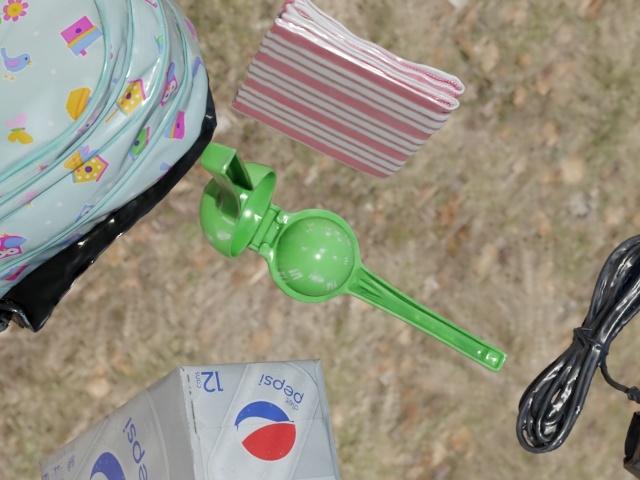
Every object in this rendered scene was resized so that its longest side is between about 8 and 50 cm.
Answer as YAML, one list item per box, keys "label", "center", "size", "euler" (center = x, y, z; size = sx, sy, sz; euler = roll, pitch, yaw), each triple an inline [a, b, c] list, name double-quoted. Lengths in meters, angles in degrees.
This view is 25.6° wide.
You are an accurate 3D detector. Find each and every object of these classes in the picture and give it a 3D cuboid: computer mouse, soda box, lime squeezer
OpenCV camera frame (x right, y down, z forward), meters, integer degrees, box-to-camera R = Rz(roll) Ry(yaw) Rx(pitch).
- label: "computer mouse"
  center: [0.264, 0.093, 0.877]
  size: [0.060, 0.262, 0.184]
  euler: [41, 73, -43]
- label: "soda box"
  center: [-0.097, 0.158, 0.931]
  size: [0.098, 0.091, 0.286]
  euler: [0, 161, -30]
- label: "lime squeezer"
  center: [0.000, 0.000, 0.804]
  size: [0.310, 0.110, 0.059]
  euler: [37, 62, -50]

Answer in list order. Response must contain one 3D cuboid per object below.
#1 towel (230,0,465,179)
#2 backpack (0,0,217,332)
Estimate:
- label: "towel"
  center: [0.015, -0.109, 1.054]
  size: [0.029, 0.144, 0.197]
  euler: [-65, -174, -19]
- label: "backpack"
  center: [-0.138, -0.051, 0.619]
  size: [0.182, 0.152, 0.115]
  euler: [-31, 166, 11]
